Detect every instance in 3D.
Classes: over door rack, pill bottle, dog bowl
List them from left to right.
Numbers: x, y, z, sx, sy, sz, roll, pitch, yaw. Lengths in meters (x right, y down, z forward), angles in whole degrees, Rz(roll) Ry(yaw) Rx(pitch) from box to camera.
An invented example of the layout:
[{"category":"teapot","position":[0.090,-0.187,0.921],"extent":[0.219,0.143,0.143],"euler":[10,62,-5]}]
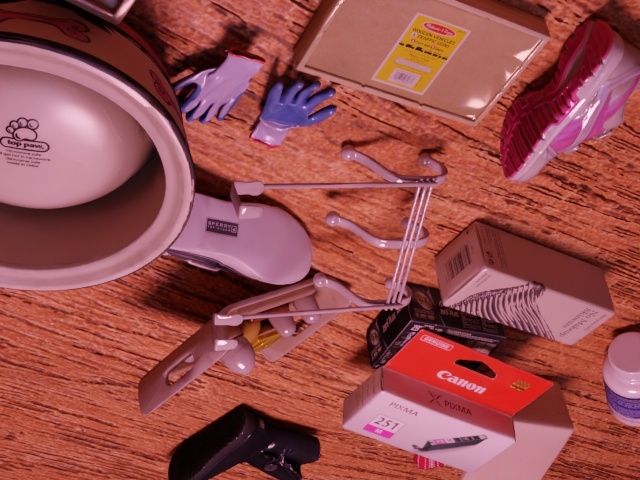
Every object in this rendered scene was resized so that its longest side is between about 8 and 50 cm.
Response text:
[{"category":"dog bowl","position":[-0.345,-0.121,1.223],"extent":[0.407,0.150,0.408],"euler":[-1,139,0]},{"category":"over door rack","position":[0.000,0.000,1.422],"extent":[0.324,0.108,0.240],"euler":[-10,130,-29]},{"category":"pill bottle","position":[0.566,0.246,1.884],"extent":[0.112,0.112,0.187],"euler":[-15,142,10]}]

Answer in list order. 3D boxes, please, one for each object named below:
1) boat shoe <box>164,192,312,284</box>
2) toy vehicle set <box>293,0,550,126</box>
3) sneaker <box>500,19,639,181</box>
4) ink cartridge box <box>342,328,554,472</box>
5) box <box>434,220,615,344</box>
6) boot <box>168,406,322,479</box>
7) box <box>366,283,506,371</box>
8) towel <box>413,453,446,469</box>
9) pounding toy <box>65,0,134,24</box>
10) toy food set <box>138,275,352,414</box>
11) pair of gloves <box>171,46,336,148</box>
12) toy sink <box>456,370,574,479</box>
[{"category":"boat shoe","position":[-0.144,-0.005,1.470],"extent":[0.301,0.108,0.102],"euler":[13,172,-42]},{"category":"toy vehicle set","position":[0.121,-0.236,1.262],"extent":[0.266,0.035,0.166],"euler":[14,137,-25]},{"category":"sneaker","position":[0.326,-0.159,1.340],"extent":[0.111,0.103,0.252],"euler":[15,137,-24]},{"category":"ink cartridge box","position":[0.213,0.275,1.747],"extent":[0.275,0.060,0.239],"euler":[23,134,-20]},{"category":"box","position":[0.319,0.071,1.636],"extent":[0.275,0.094,0.113],"euler":[18,136,-28]},{"category":"boot","position":[-0.143,0.425,2.009],"extent":[0.207,0.094,0.246],"euler":[32,122,-34]},{"category":"box","position":[0.188,0.156,1.735],"extent":[0.180,0.078,0.147],"euler":[11,138,-21]},{"category":"towel","position":[0.334,0.399,2.108],"extent":[0.274,0.031,0.199],"euler":[-2,141,-6]},{"category":"pounding toy","position":[-0.250,-0.305,1.084],"extent":[0.130,0.100,0.141],"euler":[23,122,-34]},{"category":"toy food set","position":[-0.109,0.166,1.599],"extent":[0.219,0.092,0.306],"euler":[-40,164,36]},{"category":"pair of gloves","position":[-0.085,-0.172,1.299],"extent":[0.198,0.023,0.159],"euler":[15,148,-28]},{"category":"toy sink","position":[0.344,0.370,1.964],"extent":[0.152,0.131,0.234],"euler":[10,128,-13]}]
